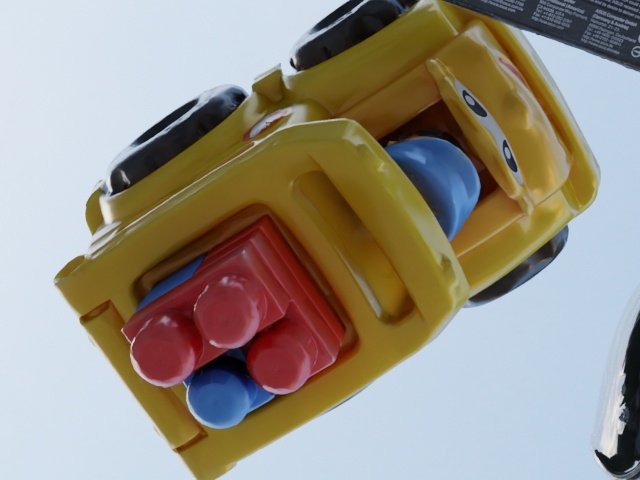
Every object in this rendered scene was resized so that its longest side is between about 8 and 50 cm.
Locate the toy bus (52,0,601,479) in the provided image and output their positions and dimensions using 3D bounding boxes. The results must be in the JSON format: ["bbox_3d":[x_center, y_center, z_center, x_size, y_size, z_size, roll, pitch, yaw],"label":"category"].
[{"bbox_3d":[0.000,0.000,0.798,0.220,0.211,0.149,-32,-81,14],"label":"toy bus"}]

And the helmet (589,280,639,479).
[{"bbox_3d":[0.226,0.065,0.962,0.169,0.169,0.161,32,-79,22],"label":"helmet"}]

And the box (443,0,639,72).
[{"bbox_3d":[0.129,-0.160,0.722,0.190,0.045,0.184,16,-71,-18],"label":"box"}]
